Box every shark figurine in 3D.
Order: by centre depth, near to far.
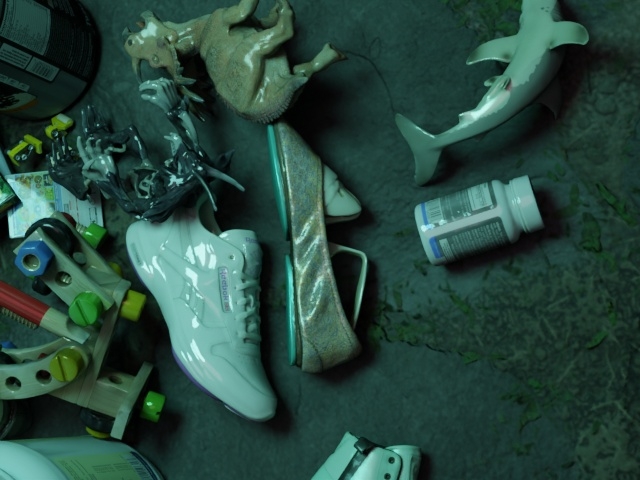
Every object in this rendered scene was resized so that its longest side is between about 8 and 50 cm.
[{"bbox_3d":[0.226,-0.164,1.217,0.278,0.116,0.166,-49,38,-4],"label":"shark figurine"}]

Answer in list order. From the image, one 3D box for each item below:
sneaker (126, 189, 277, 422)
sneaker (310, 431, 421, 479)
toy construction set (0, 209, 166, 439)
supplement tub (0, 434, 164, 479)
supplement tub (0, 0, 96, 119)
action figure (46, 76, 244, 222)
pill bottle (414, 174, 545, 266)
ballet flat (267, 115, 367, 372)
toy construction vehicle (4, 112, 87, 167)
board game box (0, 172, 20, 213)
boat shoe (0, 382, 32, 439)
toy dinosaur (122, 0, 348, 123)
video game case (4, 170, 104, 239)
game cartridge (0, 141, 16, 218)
[{"bbox_3d":[-0.121,0.073,1.269,0.152,0.114,0.305,-34,73,10],"label":"sneaker"},{"bbox_3d":[0.103,0.318,1.177,0.256,0.094,0.151,29,87,17],"label":"sneaker"},{"bbox_3d":[-0.277,0.117,1.218,0.237,0.309,0.257,28,85,-1],"label":"toy construction set"},{"bbox_3d":[-0.328,0.342,1.178,0.235,0.325,0.235,-3,81,17],"label":"supplement tub"},{"bbox_3d":[-0.435,-0.271,1.308,0.194,0.316,0.193,-2,84,17],"label":"supplement tub"},{"bbox_3d":[-0.222,-0.105,1.273,0.276,0.141,0.164,10,44,39],"label":"action figure"},{"bbox_3d":[0.185,-0.025,1.213,0.137,0.078,0.078,-17,77,13],"label":"pill bottle"},{"bbox_3d":[0.000,0.000,1.265,0.106,0.107,0.316,-5,85,-5],"label":"ballet flat"},{"bbox_3d":[-0.359,-0.123,1.402,0.086,0.035,0.098,26,57,27],"label":"toy construction vehicle"},{"bbox_3d":[-0.536,-0.027,1.361,0.260,0.030,0.136,-37,74,-7],"label":"board game box"},{"bbox_3d":[-0.521,0.165,1.397,0.335,0.095,0.112,33,89,24],"label":"boat shoe"},{"bbox_3d":[-0.099,-0.208,1.275,0.200,0.127,0.295,-48,50,7],"label":"toy dinosaur"},{"bbox_3d":[-0.354,-0.051,1.389,0.122,0.011,0.087,-7,79,-7],"label":"video game case"},{"bbox_3d":[-0.566,-0.062,1.418,0.294,0.060,0.196,-25,71,-6],"label":"game cartridge"}]
